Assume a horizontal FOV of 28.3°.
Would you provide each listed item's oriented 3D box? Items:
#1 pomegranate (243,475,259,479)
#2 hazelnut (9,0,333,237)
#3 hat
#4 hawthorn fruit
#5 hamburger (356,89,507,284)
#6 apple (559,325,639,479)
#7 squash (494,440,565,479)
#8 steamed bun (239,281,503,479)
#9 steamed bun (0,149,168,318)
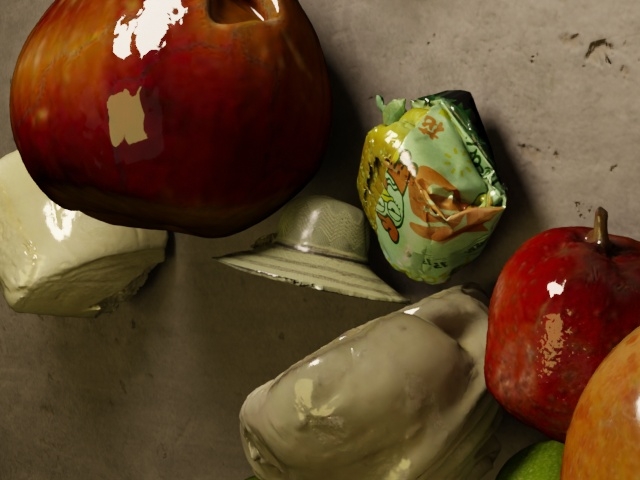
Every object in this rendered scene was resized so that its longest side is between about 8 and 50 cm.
[{"bbox_3d":[-0.056,0.383,1.797,0.180,0.180,0.210,-20,57,52],"label":"pomegranate"},{"bbox_3d":[-0.171,-0.179,1.585,0.429,0.402,0.402,-11,94,58],"label":"hazelnut"},{"bbox_3d":[0.000,0.000,1.531,0.252,0.252,0.110,13,90,48],"label":"hat"},{"bbox_3d":[0.270,0.084,1.259,0.215,0.215,0.250,25,116,44],"label":"hawthorn fruit"},{"bbox_3d":[0.108,-0.073,1.449,0.235,0.125,0.214,60,152,13],"label":"hamburger"},{"bbox_3d":[0.383,0.241,1.019,0.400,0.333,0.400,12,120,21],"label":"apple"},{"bbox_3d":[0.214,0.323,1.311,0.111,0.289,0.203,30,119,1],"label":"squash"},{"bbox_3d":[0.074,0.208,1.448,0.219,0.309,0.324,60,143,9],"label":"steamed bun"},{"bbox_3d":[-0.389,-0.042,2.012,0.272,0.273,0.290,-47,69,31],"label":"steamed bun"}]
